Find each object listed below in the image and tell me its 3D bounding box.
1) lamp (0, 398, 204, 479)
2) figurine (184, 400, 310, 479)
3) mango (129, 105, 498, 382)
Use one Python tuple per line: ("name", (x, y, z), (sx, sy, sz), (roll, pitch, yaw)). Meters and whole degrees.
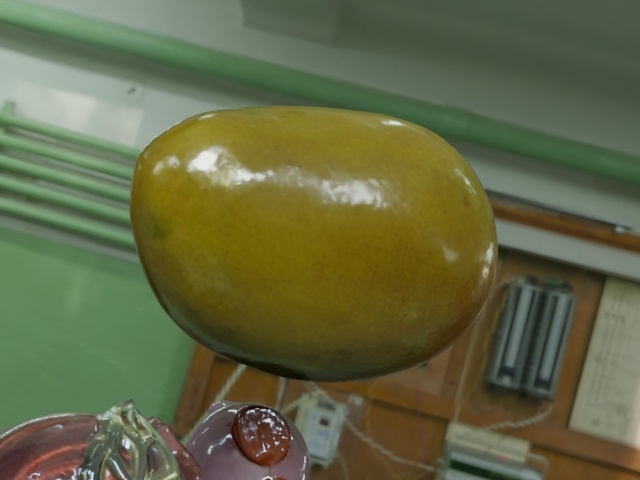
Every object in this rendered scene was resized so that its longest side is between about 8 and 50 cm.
("lamp", (-0.134, 0.158, 0.577), (0.215, 0.151, 0.223), (-26, 20, -35))
("figurine", (-0.097, 0.284, 1.324), (0.173, 0.173, 0.173), (15, -2, 1))
("mango", (0.000, 0.000, 1.130), (0.445, 0.300, 0.232), (14, 10, -39))
